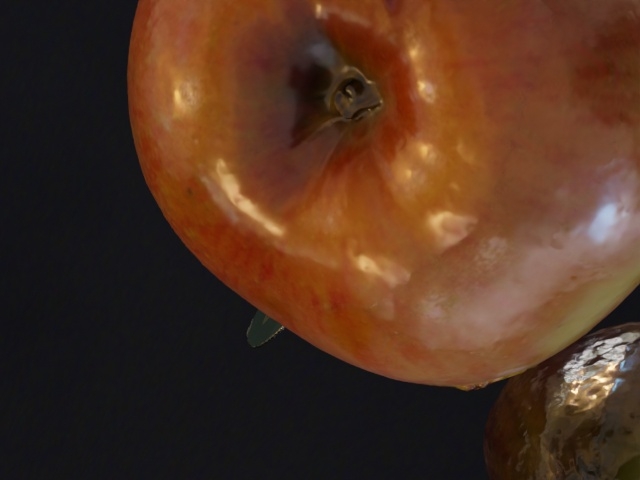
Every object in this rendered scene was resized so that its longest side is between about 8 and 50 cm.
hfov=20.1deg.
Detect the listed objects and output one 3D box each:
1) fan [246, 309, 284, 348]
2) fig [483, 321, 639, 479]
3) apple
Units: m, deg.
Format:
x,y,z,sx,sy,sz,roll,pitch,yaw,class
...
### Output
x,y,z,sx,sy,sz,roll,pitch,yaw,class
0.000,0.000,1.231,0.005,0.113,0.175,35,-109,-14,fan
0.176,0.138,1.080,0.170,0.274,0.145,-17,-86,13,fig
0.035,-0.050,0.629,0.209,0.209,0.164,48,-163,9,apple
